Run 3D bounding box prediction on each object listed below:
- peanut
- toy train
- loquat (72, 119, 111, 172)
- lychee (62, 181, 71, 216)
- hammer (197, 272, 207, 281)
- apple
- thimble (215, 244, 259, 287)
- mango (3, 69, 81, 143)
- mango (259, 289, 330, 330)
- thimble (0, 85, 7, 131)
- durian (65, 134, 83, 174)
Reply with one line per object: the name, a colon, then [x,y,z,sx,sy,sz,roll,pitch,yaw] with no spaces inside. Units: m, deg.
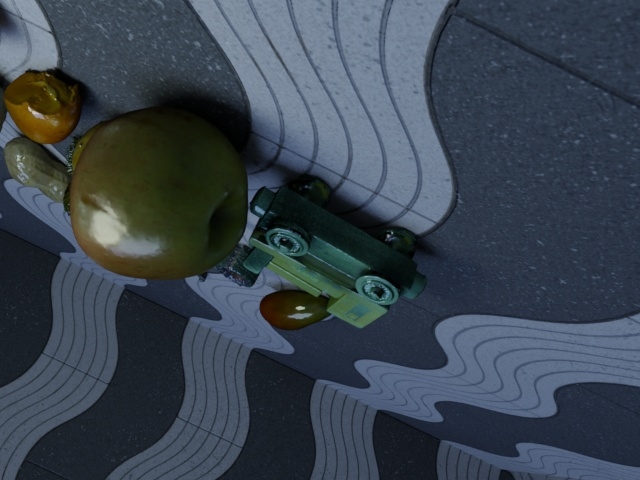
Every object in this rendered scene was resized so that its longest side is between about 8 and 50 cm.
peanut: [-0.821,-0.197,1.808,0.124,0.123,0.256,11,154,34]
toy train: [0.015,0.034,1.284,0.397,0.160,0.253,29,146,-10]
loquat: [-0.456,-0.177,1.337,0.149,0.172,0.204,42,180,-21]
lychee: [-0.654,-0.113,1.773,0.171,0.171,0.171,22,160,9]
hammer: [-0.538,0.081,2.304,0.246,0.029,0.103,29,160,-4]
apple: [-0.289,-0.082,1.176,0.305,0.338,0.338,8,155,22]
thimble: [-0.240,0.075,1.839,0.119,0.090,0.135,9,154,38]
mango: [-0.607,-0.285,1.334,0.252,0.126,0.154,0,136,52]
mango: [-0.089,0.222,1.986,0.146,0.129,0.289,38,148,-25]
thimble: [-0.881,-0.297,1.426,0.292,0.291,0.195,7,153,41]
durian: [-0.564,-0.193,1.502,0.221,0.137,0.095,12,-174,34]
